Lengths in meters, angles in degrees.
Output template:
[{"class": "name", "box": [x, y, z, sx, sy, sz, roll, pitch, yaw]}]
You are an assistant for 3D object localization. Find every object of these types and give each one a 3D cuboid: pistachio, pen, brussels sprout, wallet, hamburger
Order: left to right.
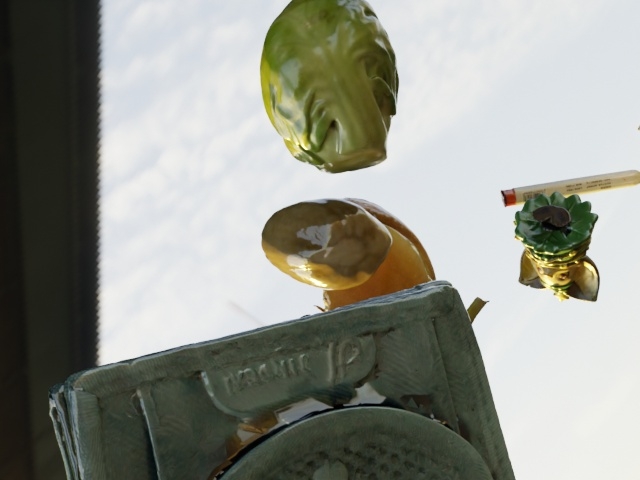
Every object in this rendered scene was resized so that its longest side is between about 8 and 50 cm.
[{"class": "wallet", "box": [-0.006, 0.173, 1.116, 0.342, 0.237, 0.075, -12, -2, -29]}, {"class": "pistachio", "box": [0.000, 0.000, 1.850, 0.126, 0.185, 0.108, -28, -65, -46]}, {"class": "brussels sprout", "box": [0.012, -0.190, 1.822, 0.223, 0.161, 0.223, -1, -90, -87]}, {"class": "hamburger", "box": [0.078, 0.070, 2.011, 0.144, 0.156, 0.283, -58, -33, -47]}, {"class": "pen", "box": [0.347, -0.073, 2.059, 0.218, 0.026, 0.026, -9, -34, -6]}]

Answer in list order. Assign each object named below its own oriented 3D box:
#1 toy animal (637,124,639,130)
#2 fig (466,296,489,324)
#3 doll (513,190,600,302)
[{"class": "toy animal", "box": [0.565, -0.113, 1.826, 0.258, 0.357, 0.194, -60, -8, 30]}, {"class": "fig", "box": [0.129, 0.176, 1.673, 0.257, 0.159, 0.159, -66, -19, -14]}, {"class": "doll", "box": [0.219, 0.004, 1.402, 0.077, 0.078, 0.113, -66, -28, -21]}]
